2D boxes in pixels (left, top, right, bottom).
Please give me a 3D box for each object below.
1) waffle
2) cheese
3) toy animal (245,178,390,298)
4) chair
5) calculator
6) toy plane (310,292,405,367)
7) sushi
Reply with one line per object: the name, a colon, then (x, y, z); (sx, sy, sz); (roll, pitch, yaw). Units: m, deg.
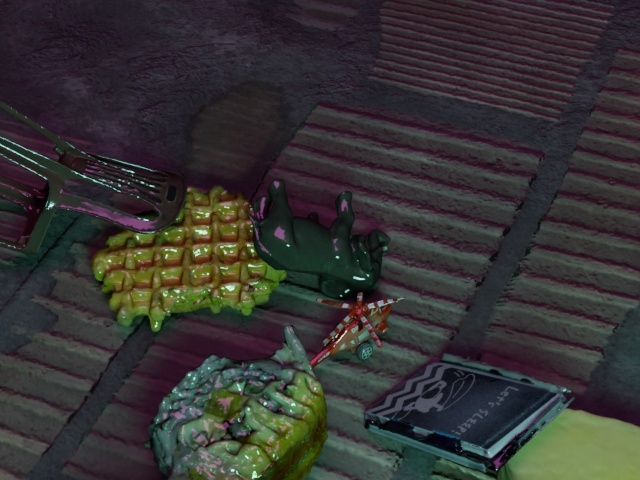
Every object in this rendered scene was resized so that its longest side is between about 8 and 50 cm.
waffle: (-0.187, 0.029, 2.000); (0.300, 0.058, 0.282); (-22, 45, -17)
cheese: (0.410, 0.351, 1.588); (0.383, 0.104, 0.384); (-2, 43, 2)
toy animal: (-0.001, 0.004, 1.961); (0.245, 0.115, 0.146); (4, 47, -20)
chair: (-0.391, -0.067, 2.046); (0.326, 0.183, 0.176); (24, 33, -13)
calculator: (0.184, 0.215, 1.714); (0.165, 0.028, 0.274); (-35, 23, -26)
toy plane: (0.031, 0.146, 1.854); (0.126, 0.077, 0.194); (16, 54, 24)
sushi: (-0.098, 0.244, 1.708); (0.184, 0.139, 0.274); (30, 50, 27)
